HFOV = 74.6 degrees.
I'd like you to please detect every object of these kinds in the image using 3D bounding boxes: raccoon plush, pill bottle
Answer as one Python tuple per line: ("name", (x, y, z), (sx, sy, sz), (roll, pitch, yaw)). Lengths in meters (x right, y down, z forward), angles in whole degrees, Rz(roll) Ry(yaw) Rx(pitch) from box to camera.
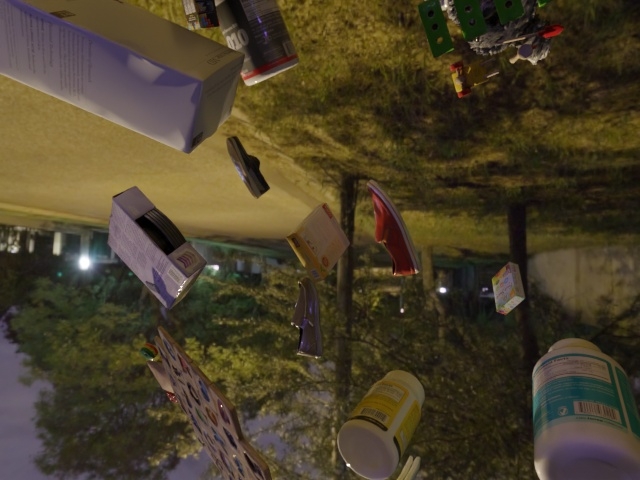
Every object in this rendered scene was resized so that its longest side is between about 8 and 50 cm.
("raccoon plush", (0.452, -0.660, 1.215), (0.216, 0.299, 0.446), (-47, 145, 16))
("pill bottle", (0.420, 0.271, 0.672), (0.146, 0.146, 0.264), (-2, -157, 27))
("pill bottle", (0.131, 0.355, 0.839), (0.119, 0.119, 0.208), (-2, -167, 32))
("pill bottle", (-0.180, -0.565, 1.078), (0.161, 0.283, 0.161), (-21, -157, 9))

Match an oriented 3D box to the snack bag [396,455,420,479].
("snack bag", (0.084, 0.627, 0.805), (0.037, 0.323, 0.342), (23, -163, 26))

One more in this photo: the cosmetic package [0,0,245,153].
("cosmetic package", (-0.367, -0.338, 0.799), (0.384, 0.156, 0.217), (21, -142, -4))

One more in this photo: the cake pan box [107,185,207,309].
("cake pan box", (-0.406, 0.027, 1.020), (0.070, 0.246, 0.267), (-45, -179, -37))

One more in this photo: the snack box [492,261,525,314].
("snack box", (0.603, 0.152, 1.354), (0.037, 0.141, 0.100), (18, 136, -5))

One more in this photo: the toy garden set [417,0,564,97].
("toy garden set", (0.342, -0.421, 0.827), (0.244, 0.204, 0.049), (-17, -170, 29))

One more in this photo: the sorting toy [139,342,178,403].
("sorting toy", (-0.421, 0.404, 1.237), (0.132, 0.275, 0.046), (8, -141, 24))

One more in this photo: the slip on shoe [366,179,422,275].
("slip on shoe", (0.214, -0.034, 1.323), (0.101, 0.331, 0.123), (-24, -170, 5))

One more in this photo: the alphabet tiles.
("alphabet tiles", (-0.169, 0.294, 0.660), (0.011, 0.285, 0.342), (-27, -145, -33))

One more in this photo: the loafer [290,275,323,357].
("loafer", (-0.047, 0.234, 1.282), (0.087, 0.251, 0.094), (-5, 166, -10))

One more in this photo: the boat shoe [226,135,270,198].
("boat shoe", (-0.156, -0.163, 0.914), (0.049, 0.152, 0.056), (-35, -139, -17))

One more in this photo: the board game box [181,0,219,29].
("board game box", (-0.289, -0.570, 0.979), (0.048, 0.141, 0.170), (-17, -149, -19))

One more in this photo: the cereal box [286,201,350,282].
("cereal box", (0.000, 0.000, 1.354), (0.047, 0.173, 0.240), (-23, -165, 33))
